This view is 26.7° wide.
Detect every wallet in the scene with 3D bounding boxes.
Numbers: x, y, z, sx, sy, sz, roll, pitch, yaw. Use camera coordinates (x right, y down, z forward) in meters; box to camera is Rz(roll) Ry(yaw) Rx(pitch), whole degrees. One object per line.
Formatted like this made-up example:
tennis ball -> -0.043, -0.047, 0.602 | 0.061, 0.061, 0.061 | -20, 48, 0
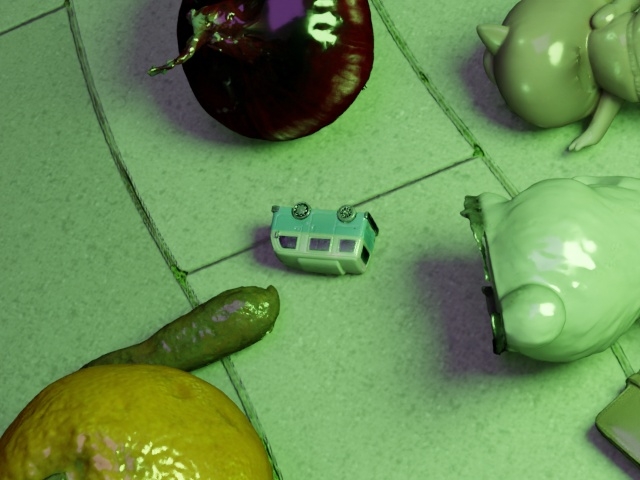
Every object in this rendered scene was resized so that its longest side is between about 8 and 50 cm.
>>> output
wallet -> 0.368, 0.173, 1.386 | 0.152, 0.039, 0.118 | -39, 58, -8

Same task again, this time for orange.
orange -> -0.196, 0.276, 1.377 | 0.312, 0.312, 0.312 | -8, 61, 15

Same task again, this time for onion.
onion -> -0.077, -0.255, 1.635 | 0.273, 0.285, 0.273 | 3, 94, 41

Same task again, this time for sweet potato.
sweet potato -> -0.170, 0.127, 1.583 | 0.273, 0.075, 0.075 | -25, 58, 10

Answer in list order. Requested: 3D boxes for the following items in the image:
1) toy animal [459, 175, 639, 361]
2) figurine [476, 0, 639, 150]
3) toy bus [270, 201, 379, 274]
toy animal -> 0.335, 0.015, 1.400 | 0.357, 0.194, 0.258 | -11, 37, 5
figurine -> 0.329, -0.213, 1.531 | 0.287, 0.176, 0.186 | -3, 41, 38
toy bus -> 0.000, 0.000, 1.593 | 0.122, 0.060, 0.075 | 4, 68, 19
